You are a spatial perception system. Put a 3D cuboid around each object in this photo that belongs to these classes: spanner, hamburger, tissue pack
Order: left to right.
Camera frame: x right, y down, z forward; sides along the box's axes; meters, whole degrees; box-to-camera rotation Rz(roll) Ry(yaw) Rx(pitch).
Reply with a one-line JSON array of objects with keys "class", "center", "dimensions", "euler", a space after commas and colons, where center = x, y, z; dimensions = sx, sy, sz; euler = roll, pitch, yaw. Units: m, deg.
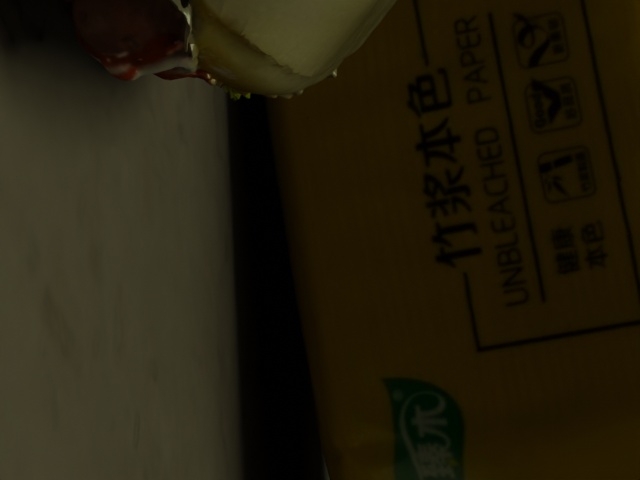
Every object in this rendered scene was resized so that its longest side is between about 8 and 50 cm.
[{"class": "hamburger", "center": [-0.029, -0.128, 0.378], "dimensions": [0.210, 0.116, 0.173], "euler": [-53, 131, -70]}, {"class": "spanner", "center": [0.000, 0.000, 0.814], "dimensions": [0.254, 0.015, 0.054], "euler": [-59, 143, -75]}, {"class": "tissue pack", "center": [0.101, -0.023, 0.692], "dimensions": [0.293, 0.228, 0.382], "euler": [22, 57, -79]}]
